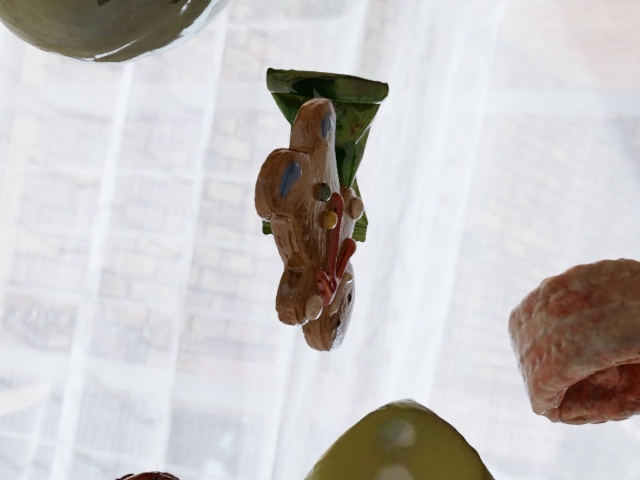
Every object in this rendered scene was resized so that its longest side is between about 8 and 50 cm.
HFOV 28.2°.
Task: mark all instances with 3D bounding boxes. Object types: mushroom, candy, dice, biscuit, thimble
[{"bbox_3d":[-0.240,-0.359,1.514,0.352,0.260,0.352,-17,159,-7],"label":"mushroom"},{"bbox_3d":[-0.001,-0.104,1.587,0.149,0.246,0.069,6,-150,-1],"label":"candy"},{"bbox_3d":[0.085,0.282,1.327,0.166,0.169,0.169,44,162,23],"label":"dice"},{"bbox_3d":[0.002,0.001,1.431,0.049,0.205,0.324,10,133,19],"label":"biscuit"},{"bbox_3d":[0.374,0.139,1.713,0.239,0.162,0.239,-8,149,-5],"label":"thimble"}]

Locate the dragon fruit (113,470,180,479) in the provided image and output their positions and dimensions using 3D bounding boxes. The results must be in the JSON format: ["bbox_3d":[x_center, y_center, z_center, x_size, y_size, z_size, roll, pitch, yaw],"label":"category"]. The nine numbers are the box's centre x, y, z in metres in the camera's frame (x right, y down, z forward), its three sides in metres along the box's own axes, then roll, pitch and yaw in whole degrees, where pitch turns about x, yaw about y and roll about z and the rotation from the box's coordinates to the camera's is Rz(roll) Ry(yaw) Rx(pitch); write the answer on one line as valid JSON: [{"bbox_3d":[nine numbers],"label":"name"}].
[{"bbox_3d":[-0.242,0.331,1.482,0.083,0.162,0.106,37,147,-14],"label":"dragon fruit"}]
